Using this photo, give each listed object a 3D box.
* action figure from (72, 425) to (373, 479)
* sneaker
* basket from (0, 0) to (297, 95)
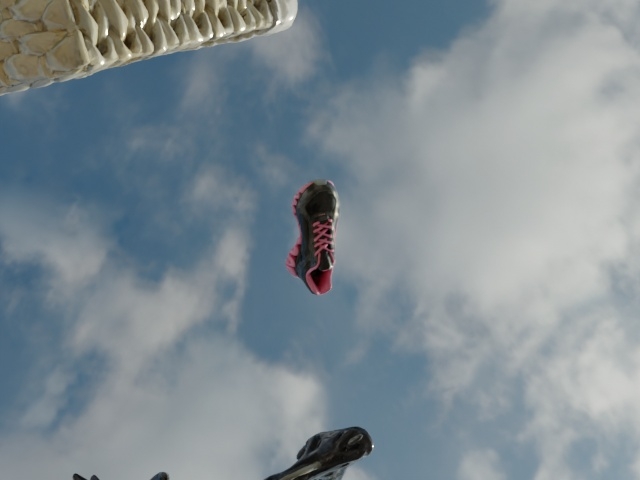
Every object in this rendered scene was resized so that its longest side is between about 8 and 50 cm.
[{"bbox_3d":[-0.062,0.209,0.602,0.164,0.276,0.141,48,-56,26],"label":"action figure"},{"bbox_3d":[0.000,0.000,0.894,0.047,0.057,0.119,-9,-50,-19],"label":"sneaker"},{"bbox_3d":[-0.245,-0.294,0.829,0.331,0.266,0.328,-2,-69,36],"label":"basket"}]
